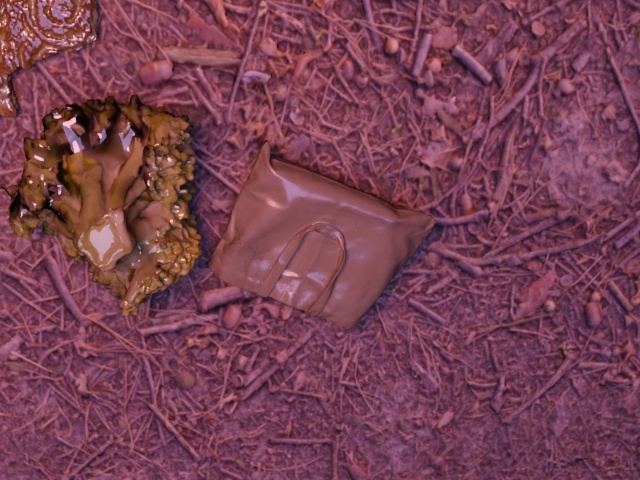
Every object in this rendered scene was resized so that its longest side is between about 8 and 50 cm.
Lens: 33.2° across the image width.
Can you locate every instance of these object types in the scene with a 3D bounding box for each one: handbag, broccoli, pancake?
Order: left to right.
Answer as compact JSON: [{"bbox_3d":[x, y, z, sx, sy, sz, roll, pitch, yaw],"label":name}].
[{"bbox_3d":[-0.431,-0.355,1.638,0.197,0.054,0.376,29,107,-15],"label":"pancake"},{"bbox_3d":[-0.332,-0.041,1.643,0.294,0.281,0.347,-4,106,-7],"label":"broccoli"},{"bbox_3d":[-0.005,0.002,1.796,0.316,0.109,0.253,22,111,-15],"label":"handbag"}]
